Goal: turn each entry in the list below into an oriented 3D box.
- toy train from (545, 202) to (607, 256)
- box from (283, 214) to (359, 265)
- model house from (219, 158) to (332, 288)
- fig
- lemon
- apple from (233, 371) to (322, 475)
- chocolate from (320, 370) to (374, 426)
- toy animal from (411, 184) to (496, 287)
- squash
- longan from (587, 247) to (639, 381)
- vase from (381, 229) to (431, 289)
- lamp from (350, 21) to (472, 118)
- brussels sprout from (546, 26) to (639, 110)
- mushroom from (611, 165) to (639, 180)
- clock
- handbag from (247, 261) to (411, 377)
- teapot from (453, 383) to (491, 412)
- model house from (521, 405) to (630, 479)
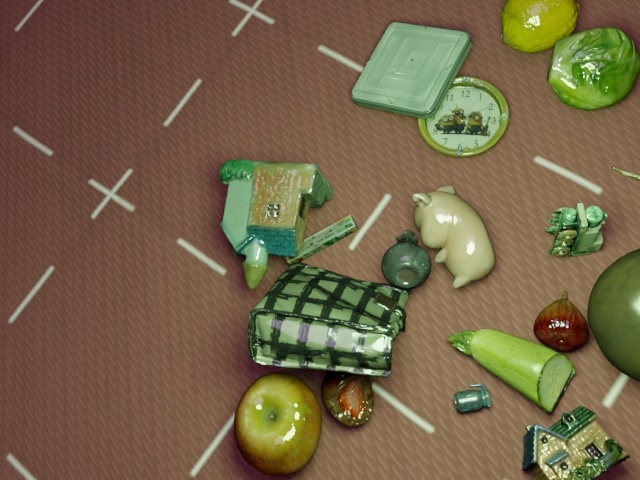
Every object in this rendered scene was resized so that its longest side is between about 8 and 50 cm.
[{"bbox_3d":[0.592,-0.024,1.725,0.125,0.194,0.081,-7,66,6],"label":"toy train"},{"bbox_3d":[0.000,0.000,1.948,0.207,0.050,0.041,-28,68,4],"label":"box"},{"bbox_3d":[-0.135,-0.025,1.920,0.267,0.194,0.325,5,75,18],"label":"model house"},{"bbox_3d":[0.562,0.180,1.706,0.119,0.119,0.153,29,74,22],"label":"fig"},{"bbox_3d":[0.565,-0.577,1.932,0.193,0.180,0.181,-20,65,34],"label":"lemon"},{"bbox_3d":[-0.095,0.433,1.760,0.210,0.173,0.235,13,66,23],"label":"apple"},{"bbox_3d":[0.064,0.371,1.763,0.124,0.127,0.133,-3,88,9],"label":"chocolate"},{"bbox_3d":[0.324,-0.016,1.809,0.154,0.166,0.250,-41,76,16],"label":"toy animal"},{"bbox_3d":[0.429,0.259,1.705,0.287,0.137,0.137,32,82,24],"label":"squash"},{"bbox_3d":[0.729,0.155,1.572,0.319,0.319,0.319,-5,70,13],"label":"longan"},{"bbox_3d":[0.209,0.038,1.823,0.120,0.120,0.183,-9,29,12],"label":"vase"},{"bbox_3d":[0.243,-0.463,2.013,0.266,0.047,0.269,19,75,34],"label":"lamp"},{"bbox_3d":[0.681,-0.427,1.867,0.223,0.161,0.223,1,94,20],"label":"brussels sprout"},{"bbox_3d":[0.831,-0.114,1.787,0.286,0.026,0.028,27,64,23],"label":"mushroom"},{"bbox_3d":[0.374,-0.318,1.959,0.237,0.057,0.237,-4,71,11],"label":"clock"},{"bbox_3d":[0.030,0.181,1.736,0.327,0.325,0.163,7,109,12],"label":"handbag"},{"bbox_3d":[0.352,0.368,1.734,0.083,0.063,0.049,-11,100,8],"label":"teapot"},{"bbox_3d":[0.524,0.445,1.599,0.183,0.166,0.172,-29,63,-9],"label":"model house"}]
